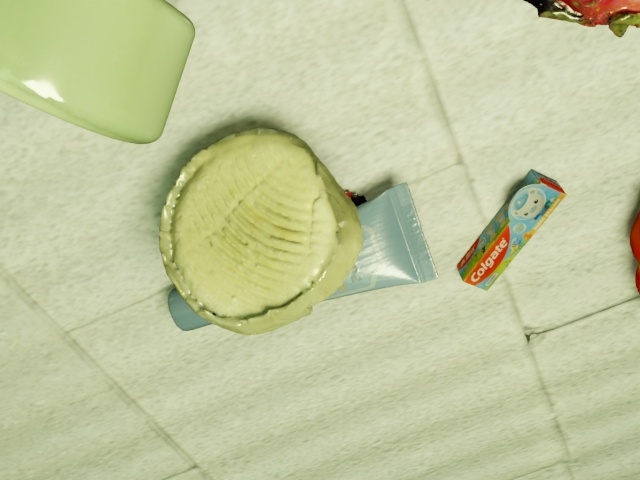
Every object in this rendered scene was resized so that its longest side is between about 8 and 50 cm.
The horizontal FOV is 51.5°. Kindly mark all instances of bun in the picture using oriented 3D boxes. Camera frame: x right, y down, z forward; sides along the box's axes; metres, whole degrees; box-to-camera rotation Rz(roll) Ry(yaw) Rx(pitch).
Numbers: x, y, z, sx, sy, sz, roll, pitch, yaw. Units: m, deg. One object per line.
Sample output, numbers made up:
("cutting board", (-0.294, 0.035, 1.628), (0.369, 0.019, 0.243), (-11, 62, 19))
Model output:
("bun", (-0.073, -0.007, 0.836), (0.259, 0.260, 0.152), (-29, 162, 13))

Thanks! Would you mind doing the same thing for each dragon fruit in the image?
("dragon fruit", (0.323, -0.298, 0.722), (0.171, 0.166, 0.160), (14, 84, -4))

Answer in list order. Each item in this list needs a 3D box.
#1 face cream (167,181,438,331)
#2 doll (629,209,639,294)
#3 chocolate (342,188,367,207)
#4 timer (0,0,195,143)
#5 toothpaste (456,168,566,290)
("face cream", (-0.038, 0.045, 0.936), (0.385, 0.086, 0.136), (-19, 91, 17))
("doll", (0.543, -0.017, 0.944), (0.182, 0.160, 0.363), (1, 128, -7))
("chocolate", (0.000, 0.000, 0.968), (0.086, 0.028, 0.183), (19, 124, -16))
("timer", (-0.211, -0.292, 0.613), (0.290, 0.291, 0.315), (28, 98, -24))
("toothpaste", (0.270, -0.015, 0.982), (0.070, 0.044, 0.193), (21, 120, -19))
